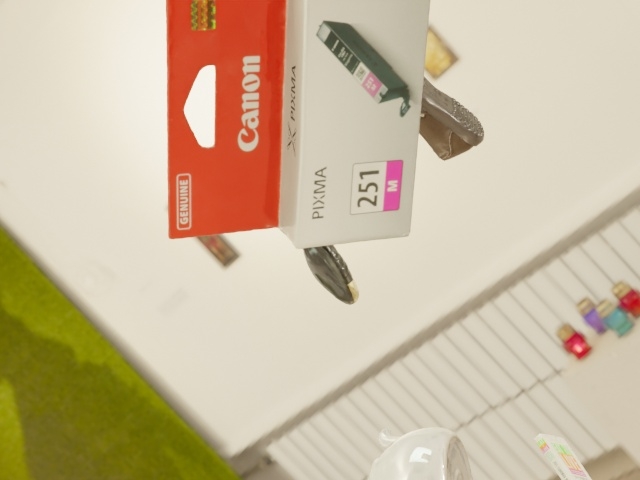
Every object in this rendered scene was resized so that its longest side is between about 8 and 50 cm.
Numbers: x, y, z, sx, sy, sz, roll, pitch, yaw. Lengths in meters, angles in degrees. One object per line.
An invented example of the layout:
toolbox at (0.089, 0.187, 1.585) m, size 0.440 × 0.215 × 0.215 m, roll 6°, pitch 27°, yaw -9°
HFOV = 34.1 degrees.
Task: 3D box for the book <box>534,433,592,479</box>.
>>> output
book at (0.489, 0.452, 2.073) m, size 0.035 × 0.096 × 0.144 m, roll -46°, pitch 49°, yaw 17°

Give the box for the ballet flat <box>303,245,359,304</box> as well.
ballet flat at (0.000, 0.000, 1.271) m, size 0.049 × 0.173 × 0.057 m, roll -28°, pitch -8°, yaw -35°

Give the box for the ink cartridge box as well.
ink cartridge box at (-0.022, -0.125, 0.990) m, size 0.239 × 0.275 × 0.060 m, roll -7°, pitch 25°, yaw -21°

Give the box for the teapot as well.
teapot at (0.155, 0.451, 1.799) m, size 0.187 × 0.252 × 0.256 m, roll -11°, pitch -10°, yaw 18°

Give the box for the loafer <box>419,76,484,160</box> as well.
loafer at (0.182, -0.296, 2.262) m, size 0.130 × 0.366 × 0.134 m, roll -48°, pitch 5°, yaw 28°
